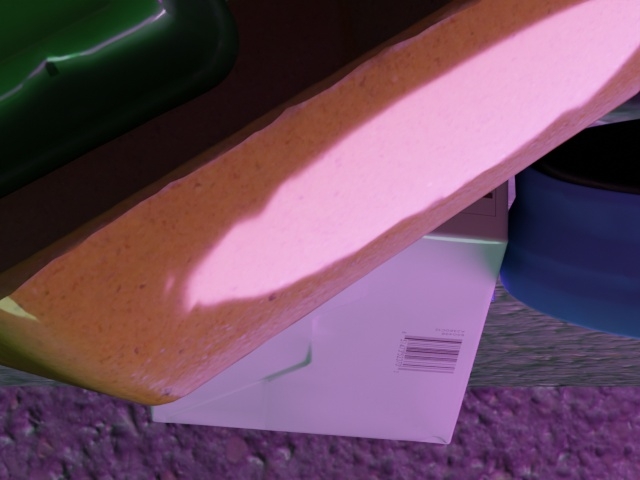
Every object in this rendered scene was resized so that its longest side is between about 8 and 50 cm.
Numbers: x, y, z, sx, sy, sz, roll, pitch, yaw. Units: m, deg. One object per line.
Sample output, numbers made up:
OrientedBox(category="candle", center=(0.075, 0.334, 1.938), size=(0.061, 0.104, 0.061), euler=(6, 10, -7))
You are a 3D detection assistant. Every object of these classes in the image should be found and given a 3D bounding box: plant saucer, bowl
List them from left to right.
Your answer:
OrientedBox(category="plant saucer", center=(-0.031, -0.037, 0.750), size=(0.332, 0.081, 0.333), euler=(-32, -165, -22))
OrientedBox(category="bowl", center=(0.297, -0.020, 1.050), size=(0.391, 0.077, 0.391), euler=(-3, -168, 1))

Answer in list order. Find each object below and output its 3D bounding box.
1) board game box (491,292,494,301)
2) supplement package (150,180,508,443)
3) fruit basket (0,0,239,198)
OrientedBox(category="board game box", center=(0.001, -0.017, 1.435), size=(0.233, 0.078, 0.347), euler=(-1, 169, 12))
OrientedBox(category="supplement package", center=(0.000, 0.000, 1.134), size=(0.204, 0.145, 0.262), euler=(5, 149, -2))
OrientedBox(category="fruit basket", center=(-0.175, -0.090, 0.711), size=(0.327, 0.165, 0.353), euler=(-28, -169, -3))
